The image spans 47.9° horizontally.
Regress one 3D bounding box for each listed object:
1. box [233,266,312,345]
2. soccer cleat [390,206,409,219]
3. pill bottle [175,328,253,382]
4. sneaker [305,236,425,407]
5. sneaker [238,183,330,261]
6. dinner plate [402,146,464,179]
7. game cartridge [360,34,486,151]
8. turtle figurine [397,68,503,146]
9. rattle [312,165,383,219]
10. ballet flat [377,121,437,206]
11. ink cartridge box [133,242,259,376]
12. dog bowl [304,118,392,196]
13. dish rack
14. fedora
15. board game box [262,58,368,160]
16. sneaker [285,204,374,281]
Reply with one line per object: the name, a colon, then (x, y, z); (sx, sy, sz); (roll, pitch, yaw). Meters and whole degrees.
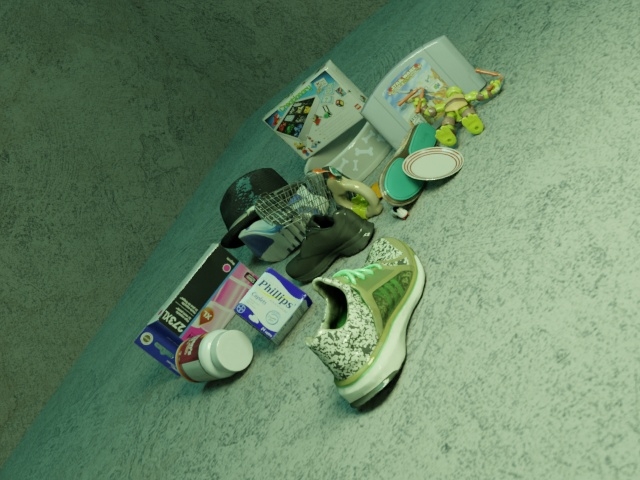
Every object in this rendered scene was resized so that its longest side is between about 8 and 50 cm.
box: (-0.112, 0.156, 1.711); (0.137, 0.126, 0.072); (-51, -22, -11)
soccer cleat: (0.179, -0.070, 1.686); (0.029, 0.036, 0.083); (-48, 19, -2)
pill bottle: (-0.267, 0.289, 1.809); (0.221, 0.121, 0.121); (-23, 30, 51)
sneaker: (0.075, 0.100, 1.338); (0.158, 0.182, 0.410); (-36, 21, 32)
sneaker: (-0.078, -0.059, 2.125); (0.316, 0.127, 0.182); (-21, 28, 41)
dinner plate: (0.260, -0.174, 1.662); (0.141, 0.017, 0.141); (-10, 37, 7)
game cartridge: (0.260, -0.384, 1.894); (0.297, 0.198, 0.062); (-42, 19, 18)
turtle figurine: (0.323, -0.318, 1.770); (0.270, 0.087, 0.217); (-10, 39, 15)
rattle: (0.086, -0.158, 1.811); (0.142, 0.200, 0.130); (-52, 19, -14)
ballet flat: (0.204, -0.165, 1.753); (0.106, 0.108, 0.316); (-46, 6, 48)
ink cartridge box: (-0.353, 0.201, 2.089); (0.370, 0.176, 0.069); (-52, 20, -14)
dog bowl: (0.089, -0.280, 2.213); (0.349, 0.102, 0.348); (-41, 20, 19)
dish rack: (-0.034, -0.106, 1.943); (0.272, 0.074, 0.208); (-27, 31, -15)
fedora: (-0.207, -0.120, 2.285); (0.334, 0.152, 0.334); (-33, -10, -7)
board game box: (-0.011, -0.389, 2.191); (0.305, 0.193, 0.053); (-31, 25, 40)
sneaker: (0.000, 0.000, 1.795); (0.286, 0.130, 0.109); (-36, 24, 34)
